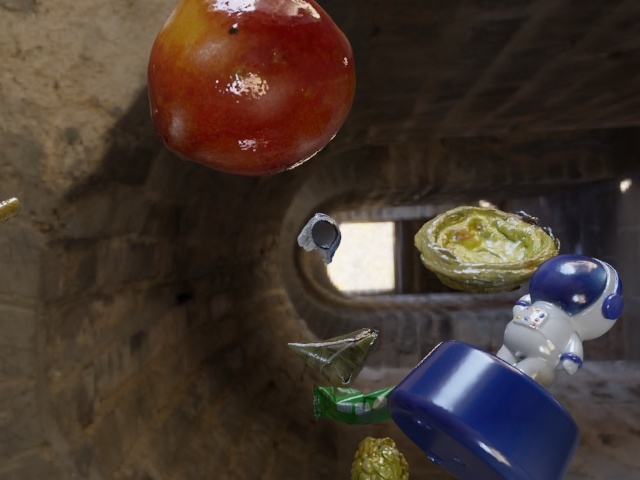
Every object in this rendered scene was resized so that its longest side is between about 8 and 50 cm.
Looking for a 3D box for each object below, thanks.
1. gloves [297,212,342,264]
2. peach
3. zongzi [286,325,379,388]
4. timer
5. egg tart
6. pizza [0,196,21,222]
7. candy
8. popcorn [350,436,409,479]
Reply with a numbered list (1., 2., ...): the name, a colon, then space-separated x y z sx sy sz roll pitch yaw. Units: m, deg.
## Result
1. gloves: 0.006 -0.002 2.029 0.229 0.097 0.119 142 106 -75
2. peach: -0.135 -0.291 1.556 0.388 0.388 0.388 -2 -90 -88
3. zongzi: 0.040 0.276 2.279 0.205 0.204 0.094 -51 -6 -30
4. timer: 0.308 0.175 1.245 0.383 0.270 0.270 -51 -16 -17
5. egg tart: 0.314 0.024 1.604 0.279 0.279 0.095 -90 1 -60
6. pizza: -0.839 -0.035 2.017 0.056 0.271 0.134 63 -167 -15
7. candy: 0.084 0.351 1.785 0.141 0.203 0.078 76 -166 -66
8. popcorn: 0.111 0.414 1.514 0.116 0.106 0.120 -63 6 -21
